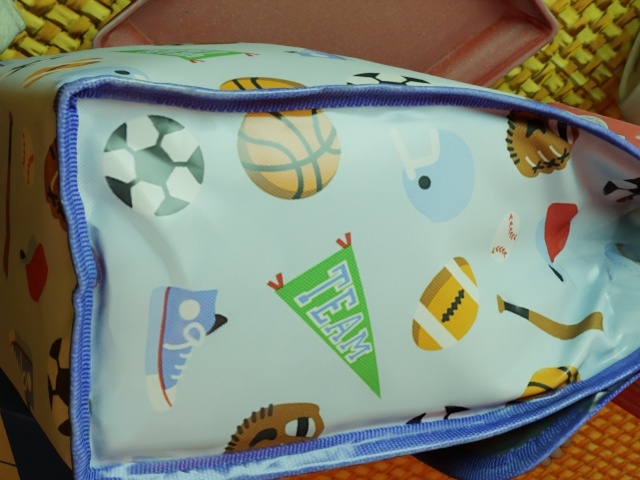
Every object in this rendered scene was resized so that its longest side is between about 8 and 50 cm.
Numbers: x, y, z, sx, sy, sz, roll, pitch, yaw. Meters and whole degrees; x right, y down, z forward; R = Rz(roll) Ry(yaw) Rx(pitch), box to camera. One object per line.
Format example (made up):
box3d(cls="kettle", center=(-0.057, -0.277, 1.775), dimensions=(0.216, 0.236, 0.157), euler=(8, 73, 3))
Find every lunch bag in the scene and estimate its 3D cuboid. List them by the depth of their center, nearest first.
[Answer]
box3d(cls="lunch bag", center=(0.000, 0.000, 0.779), dimensions=(0.385, 0.328, 0.239), euler=(-6, 103, -25))

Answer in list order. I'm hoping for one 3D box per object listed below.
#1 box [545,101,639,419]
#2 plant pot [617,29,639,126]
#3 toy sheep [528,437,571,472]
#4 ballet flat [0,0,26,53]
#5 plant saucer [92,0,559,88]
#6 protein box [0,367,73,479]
box3d(cls="box", center=(0.221, 0.016, 0.942), dimensions=(0.154, 0.300, 0.142), euler=(-41, 116, -8))
box3d(cls="plant pot", center=(0.342, -0.126, 0.989), dimensions=(0.191, 0.284, 0.284), euler=(24, 126, 0))
box3d(cls="toy sheep", center=(0.219, 0.201, 1.357), dimensions=(0.132, 0.091, 0.091), euler=(-49, 136, -2))
box3d(cls="ballet flat", center=(-0.222, -0.187, 0.801), dimensions=(0.052, 0.057, 0.168), euler=(-40, 148, -27))
box3d(cls="plant saucer", center=(0.008, -0.157, 0.930), dimensions=(0.259, 0.047, 0.258), euler=(-36, 137, 12))
box3d(cls="protein box", center=(-0.216, 0.117, 0.982), dimensions=(0.200, 0.201, 0.136), euler=(27, 117, -41))
